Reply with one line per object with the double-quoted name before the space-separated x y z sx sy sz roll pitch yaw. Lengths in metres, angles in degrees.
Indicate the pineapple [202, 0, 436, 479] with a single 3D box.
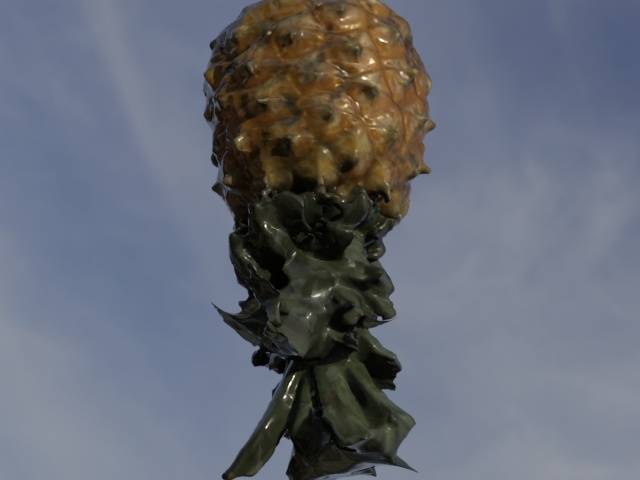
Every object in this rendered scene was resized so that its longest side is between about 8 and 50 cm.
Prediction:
"pineapple" 0.001 0.000 0.751 0.128 0.248 0.128 -1 -26 0
